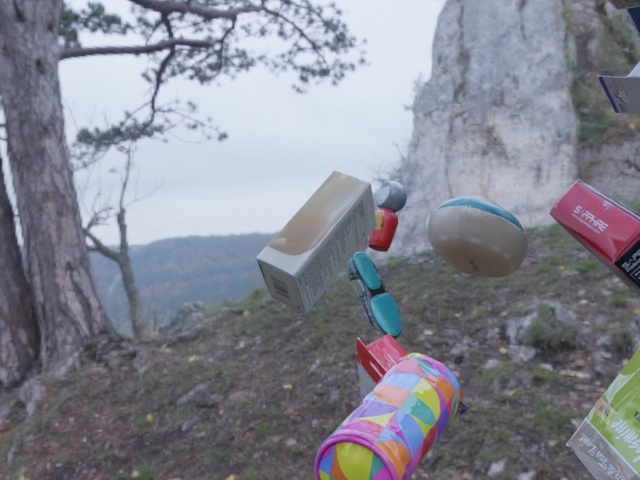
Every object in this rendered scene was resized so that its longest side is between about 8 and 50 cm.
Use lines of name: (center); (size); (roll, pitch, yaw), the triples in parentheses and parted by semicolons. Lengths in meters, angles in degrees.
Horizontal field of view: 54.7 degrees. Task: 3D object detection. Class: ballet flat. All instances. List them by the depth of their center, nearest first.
ballet flat: (0.102, 0.113, 1.199); (0.070, 0.188, 0.070); (-17, -24, -8)

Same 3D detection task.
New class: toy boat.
toy boat: (0.249, -0.034, 1.229); (0.318, 0.148, 0.267); (10, -16, 24)

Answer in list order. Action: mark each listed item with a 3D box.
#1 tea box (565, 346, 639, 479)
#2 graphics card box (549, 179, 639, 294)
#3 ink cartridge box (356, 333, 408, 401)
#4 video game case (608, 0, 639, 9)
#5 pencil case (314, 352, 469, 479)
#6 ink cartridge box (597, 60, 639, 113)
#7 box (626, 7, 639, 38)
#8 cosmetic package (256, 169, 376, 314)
tea box: (0.518, 0.220, 0.648); (0.329, 0.323, 0.220); (32, 8, -11)
graphics card box: (0.608, 0.060, 1.126); (0.371, 0.094, 0.233); (35, 14, -20)
ink cartridge box: (0.134, 0.267, 1.106); (0.078, 0.231, 0.134); (-27, 47, -19)
video game case: (0.404, -0.320, 0.765); (0.087, 0.011, 0.122); (23, -4, -35)
pencil case: (0.084, 0.209, 0.683); (0.104, 0.104, 0.236); (1, 10, 29)
ink cartridge box: (0.621, -0.234, 0.956); (0.333, 0.065, 0.165); (16, -2, 36)
box: (0.728, -0.483, 1.032); (0.343, 0.179, 0.312); (-20, 21, 49)
cosmetic package: (0.000, 0.000, 0.534); (0.041, 0.115, 0.060); (24, -33, 28)
